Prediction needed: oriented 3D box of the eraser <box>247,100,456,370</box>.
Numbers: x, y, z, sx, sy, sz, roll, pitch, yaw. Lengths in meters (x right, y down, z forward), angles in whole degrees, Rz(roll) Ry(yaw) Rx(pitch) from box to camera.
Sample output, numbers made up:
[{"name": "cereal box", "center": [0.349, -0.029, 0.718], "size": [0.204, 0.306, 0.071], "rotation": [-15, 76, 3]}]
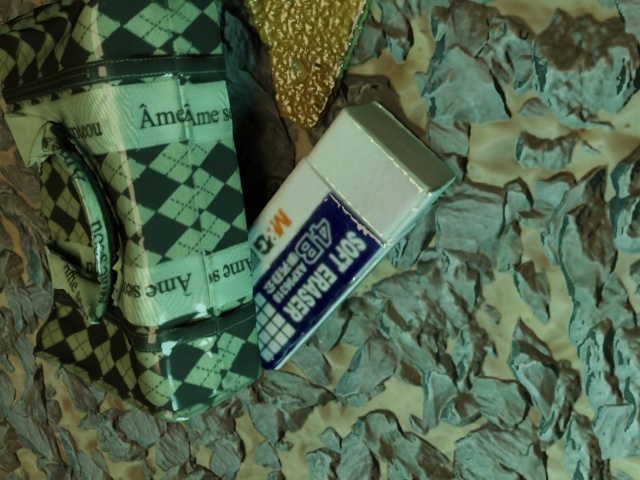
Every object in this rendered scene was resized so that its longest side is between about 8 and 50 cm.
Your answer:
[{"name": "eraser", "center": [0.000, 0.000, 0.811], "size": [0.130, 0.086, 0.287], "rotation": [45, 120, 10]}]

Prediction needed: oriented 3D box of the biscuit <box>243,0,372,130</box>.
[{"name": "biscuit", "center": [-0.014, -0.241, 0.776], "size": [0.131, 0.026, 0.237], "rotation": [31, 118, 16]}]

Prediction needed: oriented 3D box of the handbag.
[{"name": "handbag", "center": [-0.229, -0.045, 0.822], "size": [0.317, 0.180, 0.416], "rotation": [3, 104, 44]}]
